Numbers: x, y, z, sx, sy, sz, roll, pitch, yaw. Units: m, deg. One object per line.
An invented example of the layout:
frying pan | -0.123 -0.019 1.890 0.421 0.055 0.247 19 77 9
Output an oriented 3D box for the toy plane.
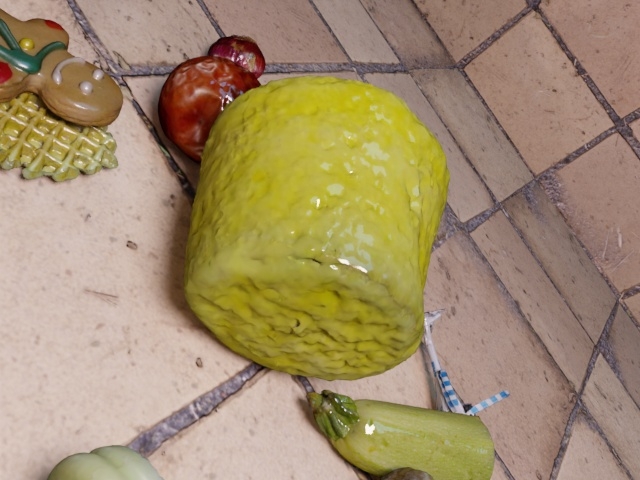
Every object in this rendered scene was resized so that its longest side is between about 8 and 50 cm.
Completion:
toy plane | 0.201 0.262 1.047 0.182 0.107 0.273 -24 53 -14

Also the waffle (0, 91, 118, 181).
waffle | -0.345 -0.145 0.772 0.183 0.036 0.169 -11 66 -52

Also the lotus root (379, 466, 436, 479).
lotus root | 0.086 0.413 0.707 0.158 0.140 0.322 34 41 2

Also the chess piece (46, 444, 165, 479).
chess piece | -0.248 0.271 0.422 0.298 0.176 0.176 -11 69 -45

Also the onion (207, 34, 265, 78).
onion | -0.153 -0.324 1.121 0.107 0.097 0.107 12 20 -5

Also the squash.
squash | 0.091 0.286 0.874 0.287 0.137 0.137 18 45 -22

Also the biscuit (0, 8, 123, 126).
biscuit | -0.383 -0.240 0.760 0.301 0.049 0.197 31 38 -15

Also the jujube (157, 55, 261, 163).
jujube | -0.158 -0.205 0.961 0.168 0.168 0.236 44 15 -14

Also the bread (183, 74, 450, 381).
bread | 0.000 0.000 0.803 0.348 0.348 0.308 30 46 -31
